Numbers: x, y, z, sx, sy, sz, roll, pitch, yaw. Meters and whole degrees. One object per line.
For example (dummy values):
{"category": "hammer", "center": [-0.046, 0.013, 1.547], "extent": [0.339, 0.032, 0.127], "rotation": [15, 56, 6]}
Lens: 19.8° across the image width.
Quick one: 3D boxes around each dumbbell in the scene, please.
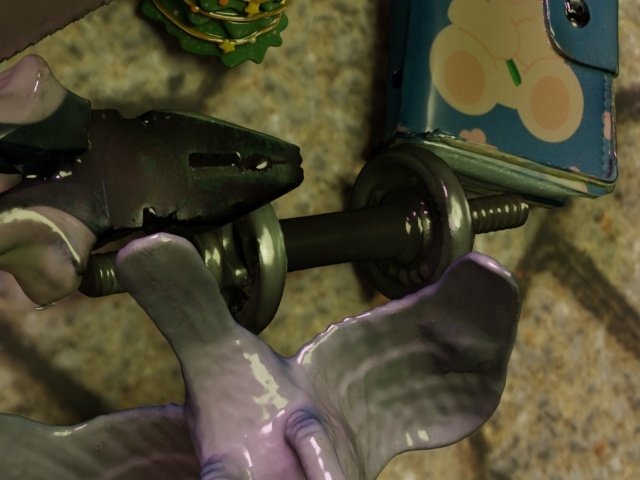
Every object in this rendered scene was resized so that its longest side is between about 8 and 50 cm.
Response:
{"category": "dumbbell", "center": [0.000, 0.000, 0.841], "extent": [0.254, 0.082, 0.081], "rotation": [-9, 85, -38]}

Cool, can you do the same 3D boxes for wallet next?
{"category": "wallet", "center": [0.096, -0.122, 0.957], "extent": [0.141, 0.059, 0.202], "rotation": [13, 70, -28]}

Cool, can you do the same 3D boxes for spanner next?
{"category": "spanner", "center": [-0.132, -0.020, 0.672], "extent": [0.325, 0.040, 0.095], "rotation": [-5, 78, -42]}

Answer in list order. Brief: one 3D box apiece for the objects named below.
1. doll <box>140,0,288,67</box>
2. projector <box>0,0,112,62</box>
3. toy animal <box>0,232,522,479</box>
{"category": "doll", "center": [-0.045, -0.141, 0.829], "extent": [0.077, 0.113, 0.078], "rotation": [30, 57, 13]}
{"category": "projector", "center": [-0.110, -0.244, 0.706], "extent": [0.249, 0.248, 0.248], "rotation": [48, 55, -19]}
{"category": "toy animal", "center": [-0.025, 0.088, 0.752], "extent": [0.239, 0.176, 0.255], "rotation": [-21, 114, 1]}
